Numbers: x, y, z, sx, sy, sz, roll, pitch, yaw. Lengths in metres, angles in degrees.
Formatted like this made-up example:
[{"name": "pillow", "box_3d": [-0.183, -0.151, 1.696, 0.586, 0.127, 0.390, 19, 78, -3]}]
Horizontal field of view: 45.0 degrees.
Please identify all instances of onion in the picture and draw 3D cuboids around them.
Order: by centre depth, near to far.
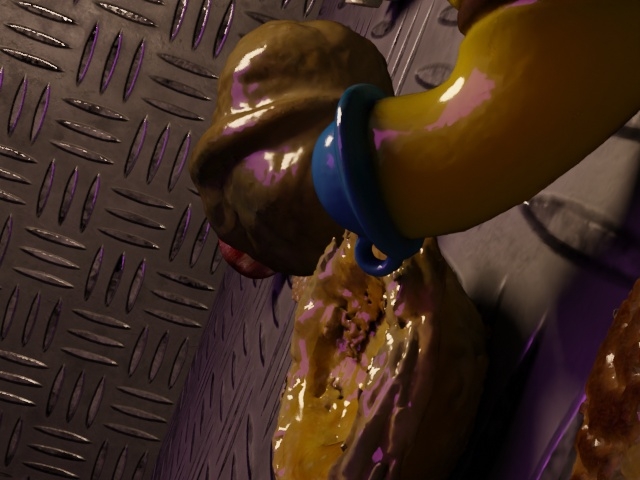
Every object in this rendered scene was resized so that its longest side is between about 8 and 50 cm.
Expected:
[{"name": "onion", "box_3d": [-0.112, -0.015, 1.547, 0.195, 0.159, 0.159, -44, 27, 41]}]

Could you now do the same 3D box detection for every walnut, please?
[{"name": "walnut", "box_3d": [-0.014, -0.098, 0.902, 0.277, 0.253, 0.282, 132, 156, -66]}]

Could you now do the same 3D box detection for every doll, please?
[{"name": "doll", "box_3d": [0.123, -0.118, 0.445, 0.145, 0.199, 0.363, -6, -45, -56]}]

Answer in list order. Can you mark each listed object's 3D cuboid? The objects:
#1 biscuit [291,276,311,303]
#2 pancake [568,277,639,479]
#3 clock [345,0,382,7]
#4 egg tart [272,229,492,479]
[{"name": "biscuit", "box_3d": [0.001, 0.000, 1.243, 0.220, 0.033, 0.220, -160, 90, -78]}, {"name": "pancake", "box_3d": [0.165, 0.061, 0.276, 0.257, 0.056, 0.212, 111, 179, -54]}, {"name": "clock", "box_3d": [0.112, -0.525, 1.284, 0.324, 0.108, 0.265, 116, 163, -82]}, {"name": "egg tart", "box_3d": [0.047, 0.108, 0.610, 0.288, 0.118, 0.288, -159, 90, -79]}]
